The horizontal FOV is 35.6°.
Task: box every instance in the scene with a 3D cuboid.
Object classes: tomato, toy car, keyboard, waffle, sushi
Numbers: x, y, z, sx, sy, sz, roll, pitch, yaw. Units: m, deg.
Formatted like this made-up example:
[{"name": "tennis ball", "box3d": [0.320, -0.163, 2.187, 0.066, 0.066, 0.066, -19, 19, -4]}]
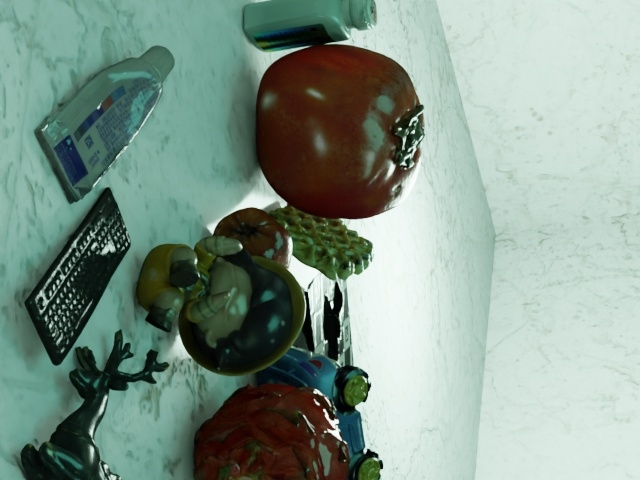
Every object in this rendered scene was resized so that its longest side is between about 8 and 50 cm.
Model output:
[{"name": "tomato", "box3d": [0.035, -0.199, 1.789, 0.325, 0.290, 0.293, -47, 140, -47]}, {"name": "toy car", "box3d": [-0.020, 0.327, 1.708, 0.166, 0.198, 0.314, -23, 114, -35]}, {"name": "keyboard", "box3d": [-0.300, 0.063, 1.169, 0.381, 0.041, 0.103, -65, 144, -55]}, {"name": "waffle", "box3d": [-0.001, 0.003, 1.835, 0.223, 0.204, 0.054, -32, 148, -63]}, {"name": "sushi", "box3d": [-0.006, 0.183, 1.927, 0.320, 0.069, 0.339, -62, 148, -64]}]

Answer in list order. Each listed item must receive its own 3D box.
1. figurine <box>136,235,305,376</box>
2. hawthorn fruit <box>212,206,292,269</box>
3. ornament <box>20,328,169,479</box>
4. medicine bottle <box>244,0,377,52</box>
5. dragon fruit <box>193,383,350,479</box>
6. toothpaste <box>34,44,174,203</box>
[{"name": "figurine", "box3d": [-0.147, 0.087, 1.426, 0.257, 0.167, 0.192, 33, 65, -38]}, {"name": "hawthorn fruit", "box3d": [-0.108, 0.020, 1.593, 0.138, 0.133, 0.132, 83, 14, -52]}, {"name": "ornament", "box3d": [-0.251, 0.228, 1.210, 0.236, 0.080, 0.202, -73, 148, -46]}, {"name": "medicine bottle", "box3d": [-0.014, -0.399, 1.805, 0.121, 0.229, 0.083, 31, 58, -66]}, {"name": "dragon fruit", "box3d": [-0.074, 0.329, 1.474, 0.252, 0.241, 0.241, -117, -170, -62]}, {"name": "toothpaste", "box3d": [-0.270, -0.169, 1.301, 0.099, 0.068, 0.282, 45, 44, -15]}]
